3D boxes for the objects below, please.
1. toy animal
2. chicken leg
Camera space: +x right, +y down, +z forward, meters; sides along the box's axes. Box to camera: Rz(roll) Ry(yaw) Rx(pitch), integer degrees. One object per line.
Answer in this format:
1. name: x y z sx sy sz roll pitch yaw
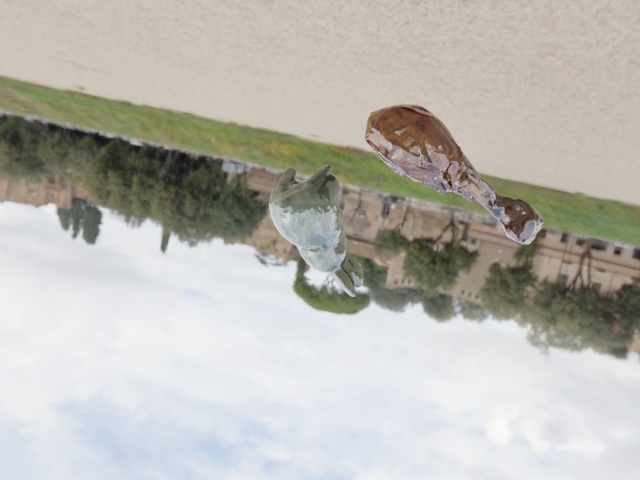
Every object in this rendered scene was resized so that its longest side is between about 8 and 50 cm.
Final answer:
1. toy animal: -0.009 -0.005 1.010 0.108 0.236 0.138 9 -142 30
2. chicken leg: 0.197 -0.096 0.886 0.304 0.093 0.113 32 -147 -10
